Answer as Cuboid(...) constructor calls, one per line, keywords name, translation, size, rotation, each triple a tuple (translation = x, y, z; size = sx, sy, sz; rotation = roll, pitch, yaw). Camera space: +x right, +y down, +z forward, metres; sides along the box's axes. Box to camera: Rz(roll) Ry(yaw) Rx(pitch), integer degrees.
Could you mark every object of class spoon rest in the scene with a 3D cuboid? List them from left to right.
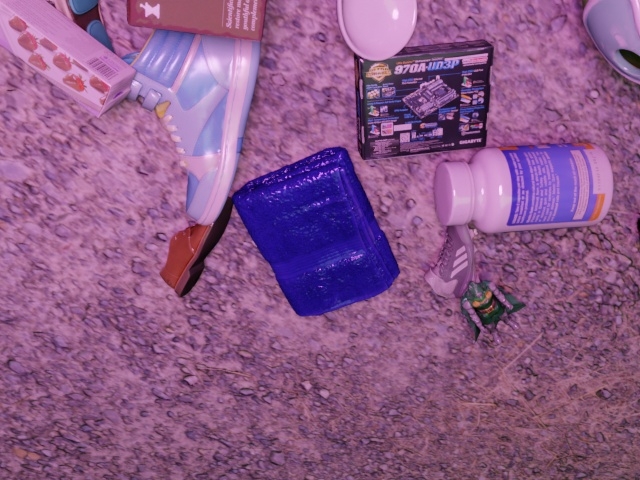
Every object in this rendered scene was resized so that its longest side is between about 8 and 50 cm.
Cuboid(name="spoon rest", translation=(0.048, -0.386, 0.871), size=(0.137, 0.084, 0.276), rotation=(-44, 118, -8))

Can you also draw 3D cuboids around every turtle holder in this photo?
Cuboid(name="turtle holder", translation=(0.507, -0.344, 0.819), size=(0.244, 0.320, 0.227), rotation=(-9, 86, -20))

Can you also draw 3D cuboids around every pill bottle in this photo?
Cuboid(name="pill bottle", translation=(0.345, -0.090, 1.063), size=(0.272, 0.152, 0.152), rotation=(-3, 122, -6))

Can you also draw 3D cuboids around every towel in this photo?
Cuboid(name="towel", translation=(0.000, 0.000, 1.116), size=(0.228, 0.076, 0.308), rotation=(-23, 122, 6))

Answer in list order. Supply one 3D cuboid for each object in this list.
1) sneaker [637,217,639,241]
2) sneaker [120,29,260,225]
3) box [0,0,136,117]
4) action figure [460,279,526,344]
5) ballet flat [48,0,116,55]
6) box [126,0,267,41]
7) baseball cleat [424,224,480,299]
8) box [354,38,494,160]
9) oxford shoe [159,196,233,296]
Cuboid(name="sneaker", translation=(0.713, 0.010, 1.228), size=(0.118, 0.083, 0.222), rotation=(-18, 127, 22))
Cuboid(name="sneaker", translation=(-0.224, -0.185, 0.947), size=(0.208, 0.127, 0.318), rotation=(10, 110, -16))
Cuboid(name="box", translation=(-0.404, -0.296, 0.822), size=(0.324, 0.067, 0.063), rotation=(37, 130, -6))
Cuboid(name="action figure", translation=(0.336, 0.138, 1.217), size=(0.137, 0.063, 0.232), rotation=(-42, 138, 5))
Cuboid(name="ballet flat", translation=(-0.355, -0.324, 0.873), size=(0.086, 0.086, 0.248), rotation=(-6, 123, -4))
Cuboid(name="box", translation=(-0.153, -0.374, 0.791), size=(0.167, 0.203, 0.168), rotation=(4, 121, -11))
Cuboid(name="baseball cleat", translation=(0.250, 0.038, 1.176), size=(0.110, 0.072, 0.205), rotation=(-17, 121, 2))
Cuboid(name="box", translation=(0.170, -0.231, 1.011), size=(0.221, 0.051, 0.175), rotation=(-7, 122, -3))
Cuboid(name="oxford shoe", translation=(-0.229, 0.000, 1.093), size=(0.076, 0.076, 0.212), rotation=(37, 107, 9))
